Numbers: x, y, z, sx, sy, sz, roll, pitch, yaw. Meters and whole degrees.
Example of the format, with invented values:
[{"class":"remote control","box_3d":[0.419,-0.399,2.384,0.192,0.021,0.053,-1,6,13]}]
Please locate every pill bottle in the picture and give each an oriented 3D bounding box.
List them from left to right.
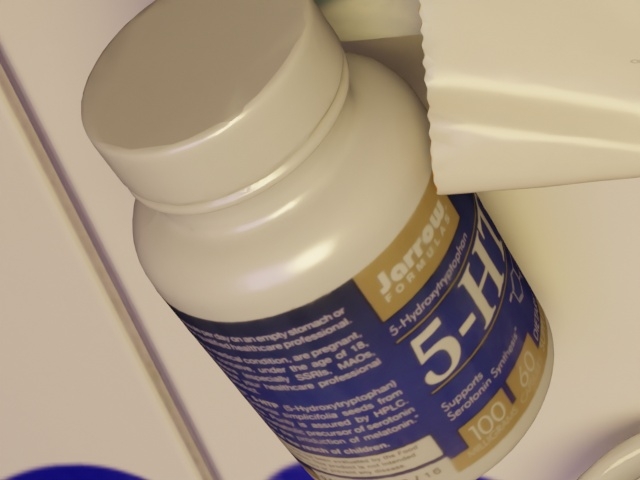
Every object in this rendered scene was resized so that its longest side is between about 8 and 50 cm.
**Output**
[{"class":"pill bottle","box_3d":[0.000,0.000,0.581,0.112,0.112,0.186,-3,141,32]}]

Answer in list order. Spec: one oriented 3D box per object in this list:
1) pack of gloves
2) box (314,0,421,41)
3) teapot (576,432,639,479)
[{"class":"pack of gloves","box_3d":[0.138,-0.095,0.452,0.232,0.046,0.195,-3,121,8]},{"class":"box","box_3d":[0.039,-0.147,0.530,0.233,0.044,0.159,-1,122,31]},{"class":"teapot","box_3d":[0.228,0.171,0.566,0.256,0.187,0.252,29,163,-13]}]
